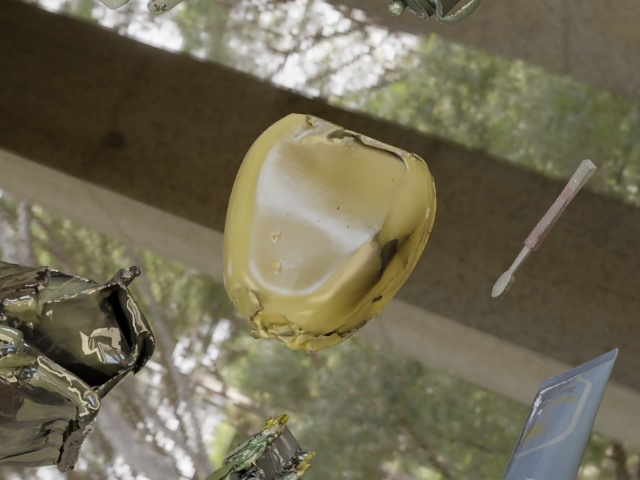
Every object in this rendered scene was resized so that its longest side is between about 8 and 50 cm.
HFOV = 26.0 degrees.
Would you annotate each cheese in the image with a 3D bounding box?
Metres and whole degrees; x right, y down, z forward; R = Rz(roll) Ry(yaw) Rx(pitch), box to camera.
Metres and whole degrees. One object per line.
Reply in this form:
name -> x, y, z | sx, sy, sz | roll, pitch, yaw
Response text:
cheese -> 0.000, 0.000, 1.760 | 0.128, 0.260, 0.315 | 89, -162, -58

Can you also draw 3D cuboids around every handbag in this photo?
handbag -> -0.310, 0.069, 1.050 | 0.327, 0.325, 0.162 | 141, 142, -69

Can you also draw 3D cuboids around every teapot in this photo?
teapot -> 0.163, -0.403, 2.130 | 0.149, 0.239, 0.162 | -49, -43, -2

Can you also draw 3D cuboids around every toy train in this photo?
toy train -> -0.056, 0.201, 1.191 | 0.081, 0.060, 0.202 | -34, -1, 6

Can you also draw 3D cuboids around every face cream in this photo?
face cream -> 0.291, 0.274, 1.772 | 0.136, 0.086, 0.385 | -31, 15, 36

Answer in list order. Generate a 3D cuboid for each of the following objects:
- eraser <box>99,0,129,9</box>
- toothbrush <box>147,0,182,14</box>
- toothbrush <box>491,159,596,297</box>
eraser -> -0.213, -0.441, 1.708 | 0.290, 0.189, 0.104 | -46, 12, -25
toothbrush -> -0.087, -0.402, 1.888 | 0.042, 0.418, 0.040 | 24, -131, -45
toothbrush -> 0.230, -0.008, 1.440 | 0.017, 0.014, 0.194 | -8, -40, -40
